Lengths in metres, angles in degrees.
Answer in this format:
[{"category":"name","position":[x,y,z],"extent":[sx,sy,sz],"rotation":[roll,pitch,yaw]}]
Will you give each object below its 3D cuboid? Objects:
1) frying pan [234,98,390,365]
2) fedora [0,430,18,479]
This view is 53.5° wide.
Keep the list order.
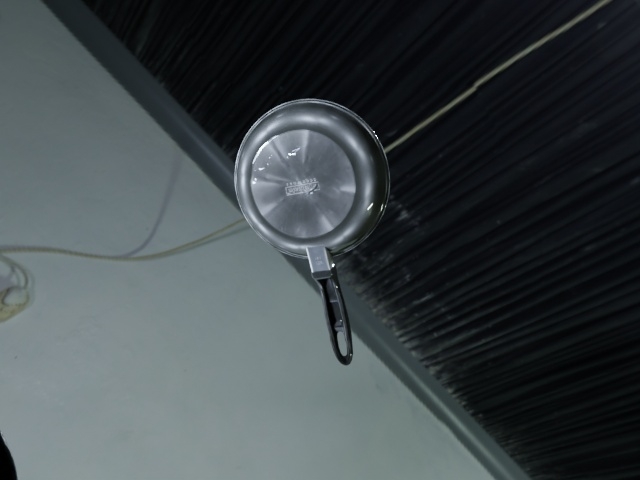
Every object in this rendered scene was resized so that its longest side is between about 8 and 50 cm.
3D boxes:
[{"category":"frying pan","position":[-0.028,-0.009,0.784],"extent":[0.197,0.326,0.053],"rotation":[14,14,11]},{"category":"fedora","position":[-0.408,0.224,0.459],"extent":[0.333,0.152,0.334],"rotation":[2,74,-7]}]
